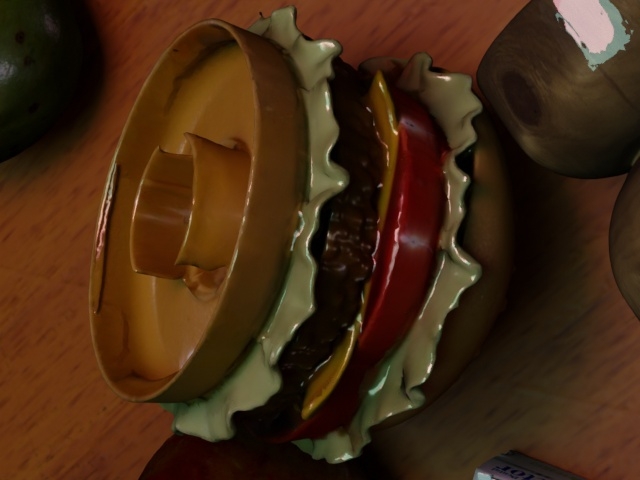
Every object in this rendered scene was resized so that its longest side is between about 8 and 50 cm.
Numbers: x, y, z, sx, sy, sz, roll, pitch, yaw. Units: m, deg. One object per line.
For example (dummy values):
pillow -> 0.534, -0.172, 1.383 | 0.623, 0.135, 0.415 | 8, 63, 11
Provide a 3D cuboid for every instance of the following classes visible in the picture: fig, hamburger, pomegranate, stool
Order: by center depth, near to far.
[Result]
stool -> 0.229, -0.032, 0.971 | 0.179, 0.179, 0.264 | -40, 74, 28
hamburger -> 0.000, 0.000, 1.079 | 0.274, 0.212, 0.274 | -35, 49, 55
fig -> -0.077, 0.248, 1.193 | 0.191, 0.190, 0.290 | 49, 117, 18
pomegranate -> -0.269, -0.162, 1.282 | 0.187, 0.187, 0.225 | -39, 47, 28

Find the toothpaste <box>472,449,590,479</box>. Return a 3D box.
toothpaste -> 0.106, 0.308, 1.145 | 0.081, 0.067, 0.337 | 18, 104, 26
